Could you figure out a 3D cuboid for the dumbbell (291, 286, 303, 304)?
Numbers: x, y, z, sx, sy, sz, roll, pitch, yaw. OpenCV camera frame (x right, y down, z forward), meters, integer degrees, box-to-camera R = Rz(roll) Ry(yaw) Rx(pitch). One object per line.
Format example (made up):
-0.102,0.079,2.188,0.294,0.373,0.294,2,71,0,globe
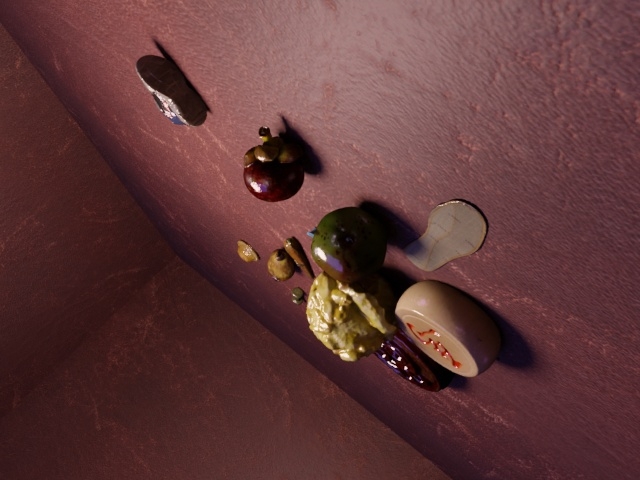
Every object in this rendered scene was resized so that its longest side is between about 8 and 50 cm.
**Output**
-0.098,0.240,2.208,0.052,0.046,0.118,33,159,12,dumbbell

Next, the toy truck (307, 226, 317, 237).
0.000,0.000,1.509,0.090,0.056,0.073,55,158,9,toy truck

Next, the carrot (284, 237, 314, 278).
-0.069,0.070,1.811,0.049,0.049,0.254,28,160,38,carrot

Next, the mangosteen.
-0.114,-0.186,1.238,0.146,0.155,0.182,-108,8,-77,mangosteen

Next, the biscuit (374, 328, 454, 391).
0.247,0.345,1.674,0.407,0.091,0.407,37,160,16,biscuit

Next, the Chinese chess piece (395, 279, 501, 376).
0.308,0.216,1.259,0.273,0.102,0.273,37,160,16,Chinese chess piece

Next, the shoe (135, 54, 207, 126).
-0.419,-0.404,1.418,0.227,0.099,0.125,49,158,-26,shoe

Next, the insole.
0.250,0.001,1.066,0.119,0.009,0.348,41,161,5,insole

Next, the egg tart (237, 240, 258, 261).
-0.330,0.054,2.281,0.128,0.049,0.129,37,158,18,egg tart

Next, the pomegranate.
0.074,0.016,1.228,0.181,0.181,0.224,38,176,17,pomegranate

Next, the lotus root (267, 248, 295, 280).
-0.146,0.082,1.916,0.108,0.095,0.191,19,148,6,lotus root

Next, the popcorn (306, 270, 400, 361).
0.098,0.193,1.407,0.292,0.237,0.293,20,-171,-3,popcorn
